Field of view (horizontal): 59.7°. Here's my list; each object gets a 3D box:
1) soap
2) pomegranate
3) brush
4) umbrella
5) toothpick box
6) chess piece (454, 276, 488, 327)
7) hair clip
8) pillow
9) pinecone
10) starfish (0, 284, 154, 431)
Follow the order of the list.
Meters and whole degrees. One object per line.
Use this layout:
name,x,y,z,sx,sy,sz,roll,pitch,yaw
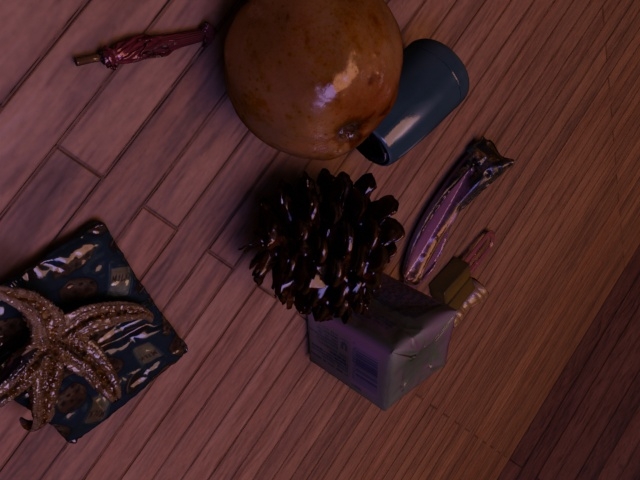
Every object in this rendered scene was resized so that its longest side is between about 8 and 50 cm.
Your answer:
soap,0.104,0.164,0.979,0.182,0.199,0.138,-26,127,-37
pomegranate,-0.008,-0.195,0.633,0.207,0.207,0.207,-26,130,-36
brush,0.349,0.064,1.309,0.233,0.047,0.103,-45,136,-20
umbrella,-0.175,-0.203,0.584,0.165,0.025,0.027,-31,111,-35
toothpick box,0.125,-0.203,0.841,0.184,0.120,0.120,-46,140,-14
chess piece,0.342,0.152,1.350,0.122,0.066,0.066,-43,139,-12
hair clip,0.261,-0.051,1.138,0.359,0.095,0.110,-55,177,5
pillow,-0.278,0.119,0.659,0.189,0.034,0.256,-41,137,-24
pinecone,0.000,0.000,0.762,0.221,0.221,0.221,-26,130,-36
starfish,-0.280,0.110,0.590,0.213,0.057,0.238,-40,140,-32
